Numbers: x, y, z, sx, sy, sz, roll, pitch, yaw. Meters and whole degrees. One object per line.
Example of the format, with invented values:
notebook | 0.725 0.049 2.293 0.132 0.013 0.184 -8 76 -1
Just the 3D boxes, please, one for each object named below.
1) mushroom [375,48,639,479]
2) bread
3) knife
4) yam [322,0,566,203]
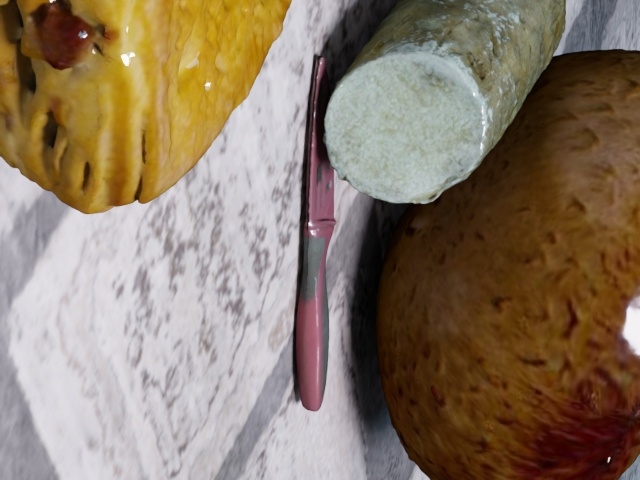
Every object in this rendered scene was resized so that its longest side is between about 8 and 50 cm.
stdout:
mushroom | 0.201 0.052 1.235 0.331 0.356 0.334 -44 -154 18
bread | -0.069 -0.148 0.663 0.235 0.099 0.210 -64 161 -44
knife | 0.000 0.000 1.073 0.035 0.018 0.247 -42 141 -53
yam | 0.078 -0.105 1.074 0.194 0.107 0.107 -54 152 -51
